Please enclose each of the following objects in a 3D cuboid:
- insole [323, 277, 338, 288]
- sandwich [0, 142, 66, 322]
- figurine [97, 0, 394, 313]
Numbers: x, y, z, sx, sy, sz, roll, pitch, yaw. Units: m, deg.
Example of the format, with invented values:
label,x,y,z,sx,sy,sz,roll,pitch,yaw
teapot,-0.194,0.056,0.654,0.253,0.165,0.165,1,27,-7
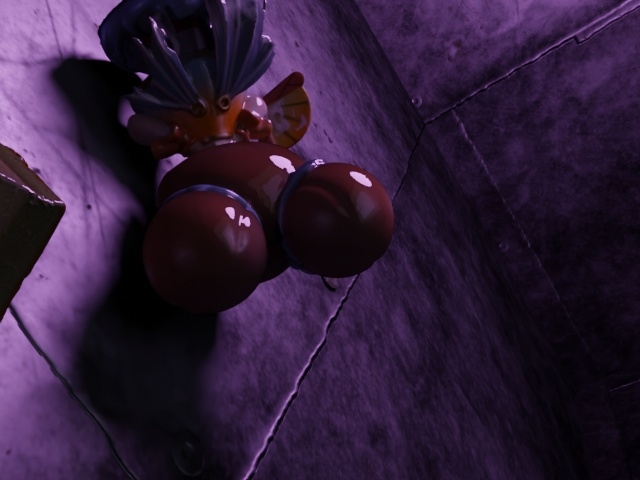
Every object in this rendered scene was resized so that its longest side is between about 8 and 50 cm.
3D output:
label,x,y,z,sx,sy,sz,roll,pitch,yaw
insole,0.000,0.000,1.243,0.065,0.006,0.194,34,36,-51
sandwich,-0.312,-0.023,0.568,0.187,0.144,0.117,33,-3,43
figurine,-0.105,-0.110,0.833,0.248,0.276,0.388,133,-59,-66
